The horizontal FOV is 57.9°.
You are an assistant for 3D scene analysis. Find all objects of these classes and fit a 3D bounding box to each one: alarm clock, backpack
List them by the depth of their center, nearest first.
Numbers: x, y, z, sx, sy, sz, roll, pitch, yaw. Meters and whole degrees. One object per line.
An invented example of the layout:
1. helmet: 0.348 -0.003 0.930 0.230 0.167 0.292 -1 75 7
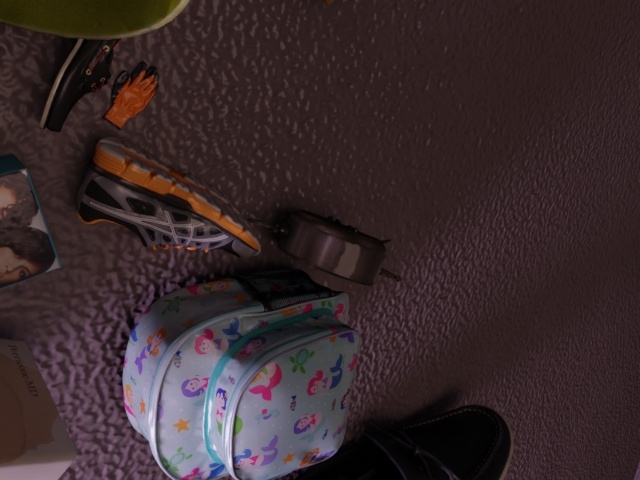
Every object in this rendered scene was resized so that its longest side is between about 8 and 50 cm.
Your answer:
1. backpack: -0.088 0.159 0.667 0.253 0.191 0.225 -2 110 -33
2. alarm clock: 0.000 0.000 0.707 0.191 0.129 0.064 16 97 -26

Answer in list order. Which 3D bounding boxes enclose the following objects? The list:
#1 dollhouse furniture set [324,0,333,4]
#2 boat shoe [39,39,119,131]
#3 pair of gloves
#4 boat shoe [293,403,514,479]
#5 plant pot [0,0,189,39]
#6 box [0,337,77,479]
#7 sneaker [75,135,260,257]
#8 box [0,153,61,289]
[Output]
1. dollhouse furniture set: -0.007 -0.354 0.501 0.151 0.197 0.302 -28 123 -30
2. boat shoe: -0.205 -0.153 0.510 0.042 0.049 0.133 28 83 -28
3. pair of gloves: -0.198 -0.157 0.554 0.074 0.010 0.083 -53 131 -9
4. boat shoe: 0.130 0.386 0.936 0.499 0.186 0.156 -18 124 -27
5. plant pot: -0.163 -0.320 0.317 0.274 0.274 0.294 25 71 -42
6. box: -0.349 0.142 0.396 0.121 0.148 0.311 -47 152 8
7. sneaker: -0.153 -0.026 0.607 0.214 0.084 0.083 30 101 -39
8. box: -0.352 0.016 0.466 0.244 0.060 0.101 -24 122 -30
